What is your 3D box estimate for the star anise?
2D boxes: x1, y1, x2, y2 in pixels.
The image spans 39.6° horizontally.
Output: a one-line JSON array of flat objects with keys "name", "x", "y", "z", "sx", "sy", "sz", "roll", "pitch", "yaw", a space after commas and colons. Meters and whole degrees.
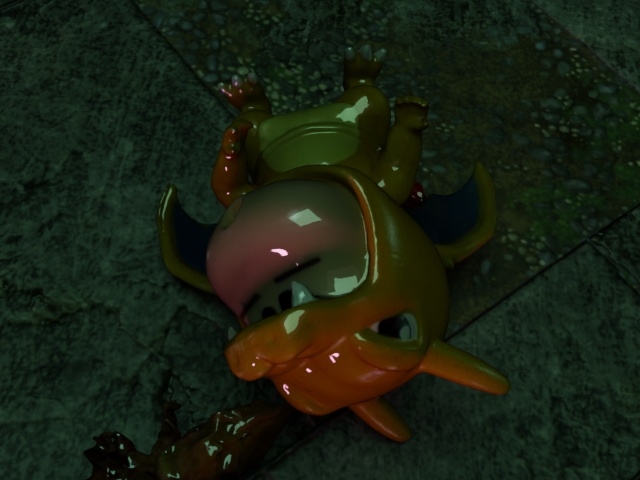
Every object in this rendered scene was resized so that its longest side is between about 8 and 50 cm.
[{"name": "star anise", "x": -0.149, "y": 0.263, "z": 0.808, "sx": 0.237, "sy": 0.148, "sz": 0.346, "roll": 40, "pitch": 45, "yaw": 16}]

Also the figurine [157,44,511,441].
[{"name": "figurine", "x": 0.036, "y": -0.008, "z": 0.939, "sx": 0.401, "sy": 0.268, "sz": 0.387, "roll": -2, "pitch": 55, "yaw": -12}]
